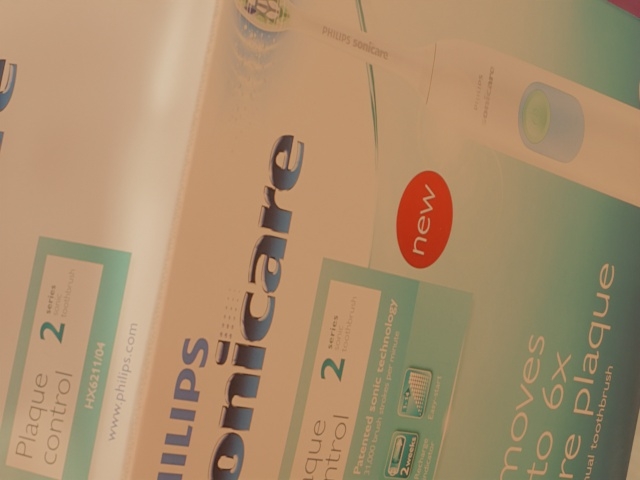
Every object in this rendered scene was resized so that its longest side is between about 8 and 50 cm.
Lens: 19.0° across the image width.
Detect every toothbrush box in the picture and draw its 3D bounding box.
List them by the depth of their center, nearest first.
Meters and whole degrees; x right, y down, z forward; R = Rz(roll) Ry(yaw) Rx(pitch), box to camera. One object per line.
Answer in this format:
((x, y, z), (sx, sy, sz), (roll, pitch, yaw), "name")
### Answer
((0.000, 0.000, 0.659), (0.126, 0.295, 0.216), (9, 86, 38), "toothbrush box")
